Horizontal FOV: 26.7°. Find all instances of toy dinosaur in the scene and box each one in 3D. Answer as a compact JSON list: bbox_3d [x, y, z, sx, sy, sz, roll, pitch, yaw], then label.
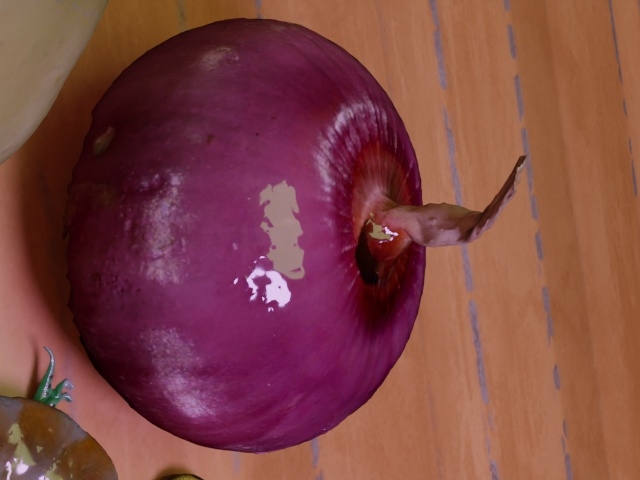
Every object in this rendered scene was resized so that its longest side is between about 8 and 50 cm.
[{"bbox_3d":[-0.220,0.131,1.052,0.062,0.021,0.083,-39,116,-36],"label":"toy dinosaur"}]

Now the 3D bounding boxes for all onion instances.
[{"bbox_3d":[-0.032,0.010,1.106,0.358,0.345,0.358,-47,155,-30],"label":"onion"}]

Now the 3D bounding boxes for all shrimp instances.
[{"bbox_3d":[-0.227,0.205,0.985,0.287,0.068,0.185,49,49,-36],"label":"shrimp"}]

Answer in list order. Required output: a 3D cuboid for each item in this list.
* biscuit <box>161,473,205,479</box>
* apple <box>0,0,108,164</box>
[{"bbox_3d":[-0.119,0.244,1.162,0.084,0.023,0.084,15,71,-51],"label":"biscuit"},{"bbox_3d":[-0.297,-0.193,0.752,0.357,0.357,0.357,15,71,-52],"label":"apple"}]
